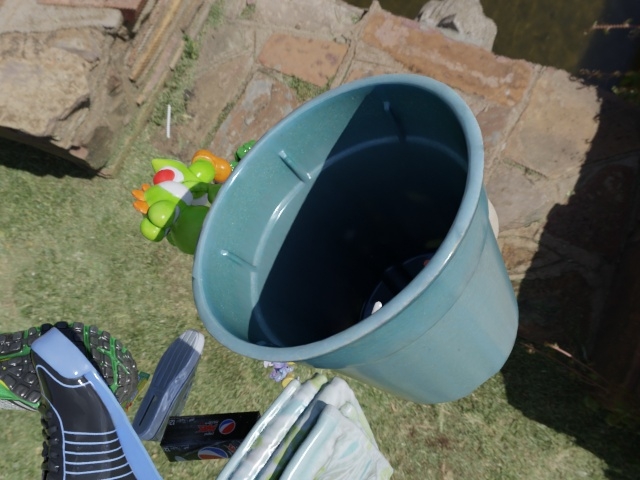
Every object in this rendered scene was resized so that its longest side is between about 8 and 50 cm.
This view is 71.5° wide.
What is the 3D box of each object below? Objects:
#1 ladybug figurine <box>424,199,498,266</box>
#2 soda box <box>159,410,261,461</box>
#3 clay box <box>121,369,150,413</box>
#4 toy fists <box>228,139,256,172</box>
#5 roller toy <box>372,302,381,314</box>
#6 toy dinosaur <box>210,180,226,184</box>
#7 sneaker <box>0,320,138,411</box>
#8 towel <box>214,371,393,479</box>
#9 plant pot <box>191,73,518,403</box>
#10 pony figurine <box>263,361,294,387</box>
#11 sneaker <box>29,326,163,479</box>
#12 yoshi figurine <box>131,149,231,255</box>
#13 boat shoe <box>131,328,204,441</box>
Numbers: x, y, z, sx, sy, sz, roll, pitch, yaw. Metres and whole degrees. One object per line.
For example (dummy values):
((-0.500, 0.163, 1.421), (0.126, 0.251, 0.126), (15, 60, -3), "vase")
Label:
((0.214, -0.010, 1.070), (0.305, 0.449, 0.162), (46, 66, -5), "ladybug figurine")
((-0.186, 0.343, 0.778), (0.169, 0.060, 0.053), (-7, 123, 6), "soda box")
((-0.793, 0.600, 1.767), (0.127, 0.053, 0.222), (12, 45, 13), "clay box")
((-0.333, -0.323, 1.934), (0.142, 0.096, 0.279), (21, 65, 15), "toy fists")
((0.186, 0.218, 1.496), (0.146, 0.191, 0.209), (15, 68, -32), "roller toy")
((-0.334, -0.169, 1.591), (0.296, 0.200, 0.127), (37, 99, 16), "toy dinosaur")
((-0.464, 0.200, 0.694), (0.343, 0.146, 0.134), (15, 54, -19), "sneaker")
((-0.053, 0.364, 0.495), (0.090, 0.320, 0.374), (22, 61, 35), "towel")
((0.080, 0.038, 0.567), (0.341, 0.334, 0.341), (-20, 49, 25), "plant pot")
((-0.113, 0.346, 1.614), (0.351, 0.363, 0.303), (-31, 118, 5), "pony figurine")
((-0.238, 0.203, 0.440), (0.090, 0.081, 0.232), (-33, 108, -36), "sneaker")
((-0.290, -0.074, 1.024), (0.203, 0.362, 0.203), (-1, 116, -1), "yoshi figurine")
((-0.398, 0.391, 1.208), (0.109, 0.094, 0.302), (9, 63, 35), "boat shoe")
